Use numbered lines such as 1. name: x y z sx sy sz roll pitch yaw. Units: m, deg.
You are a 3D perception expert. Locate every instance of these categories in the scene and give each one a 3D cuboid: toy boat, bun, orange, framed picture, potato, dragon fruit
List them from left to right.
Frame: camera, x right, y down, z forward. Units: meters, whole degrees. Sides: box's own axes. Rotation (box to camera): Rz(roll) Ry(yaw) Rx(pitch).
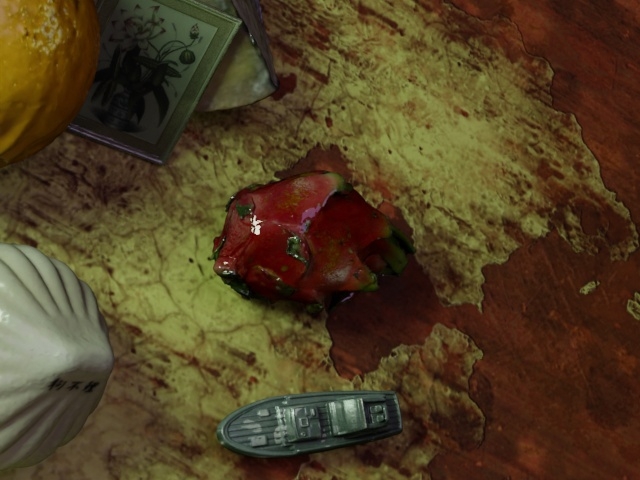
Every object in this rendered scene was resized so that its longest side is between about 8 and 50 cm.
1. orange: -0.406 -0.212 1.667 0.340 0.340 0.293 -9 78 -30
2. bun: -0.312 0.129 1.657 0.263 0.175 0.263 -2 93 -54
3. framed picture: -0.220 -0.209 1.854 0.173 0.231 0.010 19 30 -21
4. potato: -0.206 -0.272 1.944 0.264 0.189 0.211 -17 41 1
5. toy boat: -0.011 0.227 1.895 0.260 0.085 0.078 -3 77 -29
6. dragon fruit: -0.010 0.019 1.926 0.200 0.198 0.269 -48 132 3
